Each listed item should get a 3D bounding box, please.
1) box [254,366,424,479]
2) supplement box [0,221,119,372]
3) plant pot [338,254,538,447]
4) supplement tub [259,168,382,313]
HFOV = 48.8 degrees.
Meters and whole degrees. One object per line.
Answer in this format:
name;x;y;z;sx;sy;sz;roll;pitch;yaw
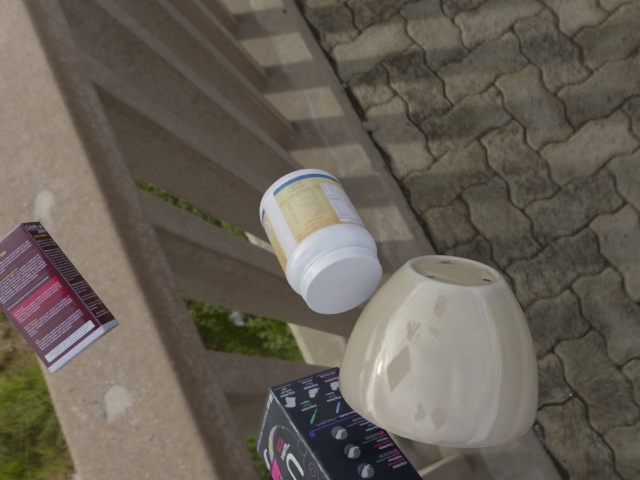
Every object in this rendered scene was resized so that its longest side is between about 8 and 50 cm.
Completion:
box;0.024;0.366;1.141;0.270;0.143;0.165;48;137;40
supplement box;-0.488;0.098;1.252;0.130;0.073;0.239;-37;91;7
plant pot;0.176;0.130;0.995;0.284;0.284;0.190;13;109;22
supplement tub;0.000;0.000;1.090;0.144;0.144;0.199;-35;49;9
